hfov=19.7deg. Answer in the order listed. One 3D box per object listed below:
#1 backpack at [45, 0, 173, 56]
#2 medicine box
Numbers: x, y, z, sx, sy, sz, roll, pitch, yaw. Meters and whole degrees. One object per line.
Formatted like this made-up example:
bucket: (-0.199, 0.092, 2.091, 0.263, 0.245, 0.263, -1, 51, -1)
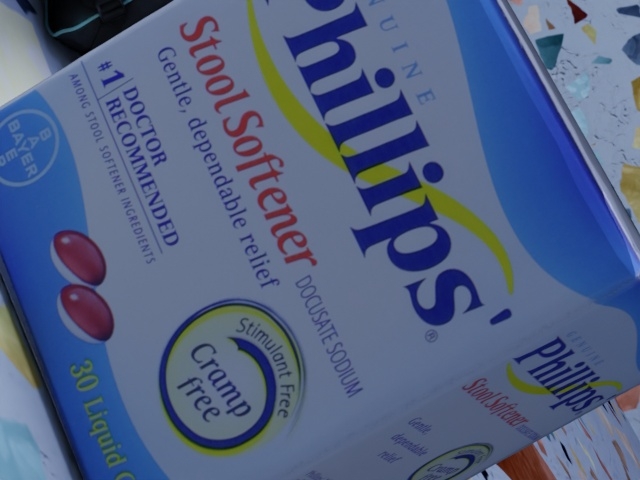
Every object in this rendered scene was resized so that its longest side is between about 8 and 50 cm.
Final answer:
backpack: (-0.115, -0.211, 1.312, 0.144, 0.166, 0.188, 37, 25, -52)
medicine box: (0.000, 0.000, 0.956, 0.263, 0.289, 0.149, 64, 12, 25)
